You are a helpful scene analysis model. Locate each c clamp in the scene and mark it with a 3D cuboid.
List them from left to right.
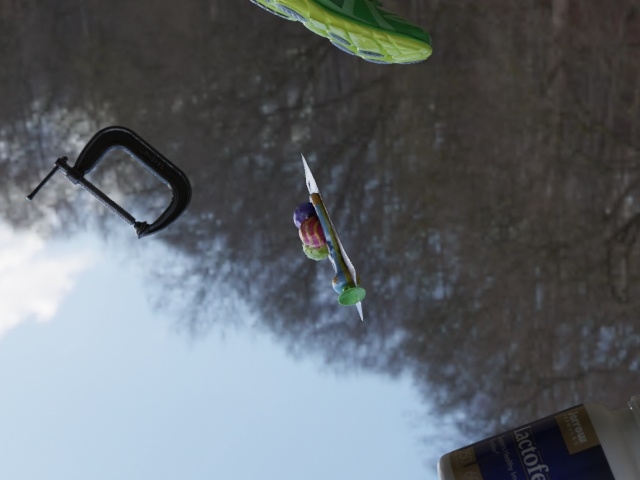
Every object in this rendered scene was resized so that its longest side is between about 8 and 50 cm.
[{"bbox_3d":[-0.239,-0.060,1.418,0.161,0.137,0.022,33,166,-5],"label":"c clamp"}]

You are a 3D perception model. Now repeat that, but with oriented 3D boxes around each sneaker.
[{"bbox_3d":[0.023,-0.329,1.590,0.295,0.123,0.109,29,176,5],"label":"sneaker"}]

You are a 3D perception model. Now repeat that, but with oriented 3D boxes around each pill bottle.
[{"bbox_3d":[0.278,0.271,1.358,0.265,0.153,0.153,-22,-161,7],"label":"pill bottle"}]

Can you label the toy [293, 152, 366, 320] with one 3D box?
[{"bbox_3d":[0.000,0.000,1.803,0.056,0.137,0.237,-22,-127,-7],"label":"toy"}]
